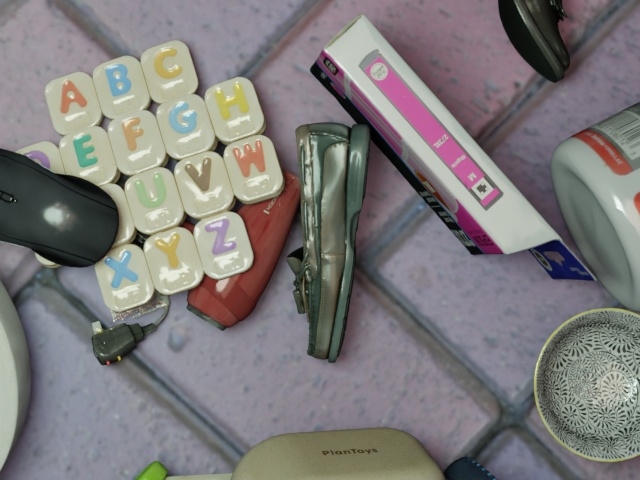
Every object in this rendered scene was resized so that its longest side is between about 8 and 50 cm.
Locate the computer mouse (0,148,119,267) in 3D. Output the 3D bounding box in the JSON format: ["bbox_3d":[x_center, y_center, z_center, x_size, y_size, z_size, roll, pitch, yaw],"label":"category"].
[{"bbox_3d":[-0.356,-0.016,1.447,0.262,0.060,0.184,27,89,16],"label":"computer mouse"}]

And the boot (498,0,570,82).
[{"bbox_3d":[0.300,-0.333,1.527,0.229,0.091,0.263,-22,89,-4],"label":"boot"}]

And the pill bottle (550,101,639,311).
[{"bbox_3d":[0.454,-0.088,1.478,0.363,0.210,0.210,-26,92,-5],"label":"pill bottle"}]

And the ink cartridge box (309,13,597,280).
[{"bbox_3d":[0.137,-0.078,1.467,0.069,0.176,0.371,-44,93,-4],"label":"ink cartridge box"}]

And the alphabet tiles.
[{"bbox_3d":[-0.189,-0.074,1.477,0.284,0.021,0.278,-18,76,2],"label":"alphabet tiles"}]

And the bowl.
[{"bbox_3d":[0.315,0.159,1.528,0.170,0.080,0.170,0,89,-4],"label":"bowl"}]

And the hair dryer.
[{"bbox_3d":[-0.150,-0.004,1.491,0.293,0.080,0.223,-19,90,-5],"label":"hair dryer"}]

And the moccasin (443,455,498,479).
[{"bbox_3d":[0.272,0.344,1.514,0.342,0.138,0.117,44,82,-17],"label":"moccasin"}]

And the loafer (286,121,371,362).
[{"bbox_3d":[0.000,0.000,1.489,0.084,0.096,0.267,8,102,2],"label":"loafer"}]

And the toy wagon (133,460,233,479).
[{"bbox_3d":[-0.116,0.363,1.479,0.267,0.068,0.344,44,71,-3],"label":"toy wagon"}]

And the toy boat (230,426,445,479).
[{"bbox_3d":[0.015,0.291,1.437,0.231,0.151,0.151,-1,108,-16],"label":"toy boat"}]

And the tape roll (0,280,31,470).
[{"bbox_3d":[-0.502,0.145,1.423,0.392,0.072,0.392,0,101,1],"label":"tape roll"}]
